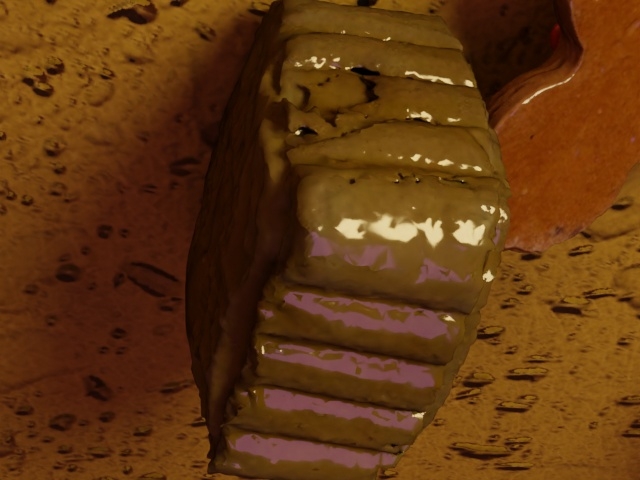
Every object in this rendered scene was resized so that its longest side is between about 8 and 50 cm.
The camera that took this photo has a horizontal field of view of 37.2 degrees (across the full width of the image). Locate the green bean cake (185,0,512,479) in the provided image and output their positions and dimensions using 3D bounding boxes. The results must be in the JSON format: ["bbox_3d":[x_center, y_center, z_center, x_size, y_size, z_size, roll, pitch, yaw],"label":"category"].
[{"bbox_3d":[0.000,0.000,0.540,0.131,0.224,0.229,9,130,-14],"label":"green bean cake"}]

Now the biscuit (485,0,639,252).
[{"bbox_3d":[0.201,-0.119,0.544,0.324,0.049,0.205,-47,129,8],"label":"biscuit"}]
